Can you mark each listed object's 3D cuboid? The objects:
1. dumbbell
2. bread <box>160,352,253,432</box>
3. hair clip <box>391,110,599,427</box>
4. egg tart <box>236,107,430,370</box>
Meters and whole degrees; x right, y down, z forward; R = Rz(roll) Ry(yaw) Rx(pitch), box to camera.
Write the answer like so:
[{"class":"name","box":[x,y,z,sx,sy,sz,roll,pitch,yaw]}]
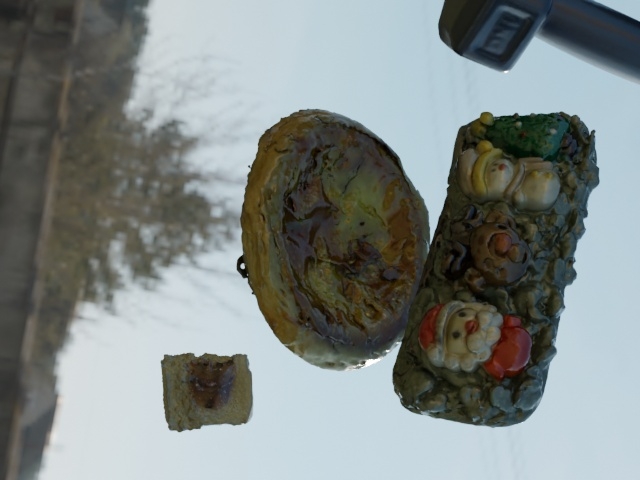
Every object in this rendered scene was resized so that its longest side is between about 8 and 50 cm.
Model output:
[{"class":"dumbbell","box":[0.282,-0.198,1.398,0.144,0.325,0.160,145,-35,-71]},{"class":"bread","box":[-0.102,0.136,1.277,0.035,0.083,0.070,-97,-175,-85]},{"class":"hair clip","box":[0.151,0.000,1.190,0.091,0.138,0.321,74,28,-54]},{"class":"egg tart","box":[0.000,0.000,1.562,0.115,0.290,0.290,-13,-117,43]}]
